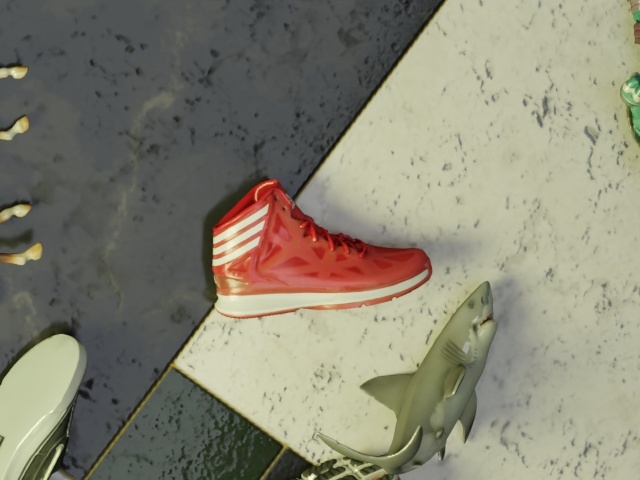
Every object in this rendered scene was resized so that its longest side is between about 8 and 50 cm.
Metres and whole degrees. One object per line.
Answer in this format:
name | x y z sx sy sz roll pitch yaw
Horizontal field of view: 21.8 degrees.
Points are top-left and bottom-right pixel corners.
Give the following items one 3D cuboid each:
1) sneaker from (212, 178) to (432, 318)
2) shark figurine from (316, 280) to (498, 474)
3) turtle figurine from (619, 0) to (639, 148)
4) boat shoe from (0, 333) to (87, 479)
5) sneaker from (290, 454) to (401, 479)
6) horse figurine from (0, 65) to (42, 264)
sneaker | 0.000 0.000 1.634 0.221 0.087 0.128 -10 102 -14
shark figurine | 0.082 0.168 1.661 0.116 0.278 0.166 19 129 19
turtle figurine | 0.362 -0.148 1.692 0.175 0.118 0.234 7 82 -30
boat shoe | -0.283 0.194 1.602 0.070 0.077 0.219 35 84 -52
sneaker | -0.015 0.336 1.691 0.279 0.107 0.118 -46 125 -1
horse figurine | -0.353 -0.058 1.542 0.174 0.066 0.263 -6 98 -20
